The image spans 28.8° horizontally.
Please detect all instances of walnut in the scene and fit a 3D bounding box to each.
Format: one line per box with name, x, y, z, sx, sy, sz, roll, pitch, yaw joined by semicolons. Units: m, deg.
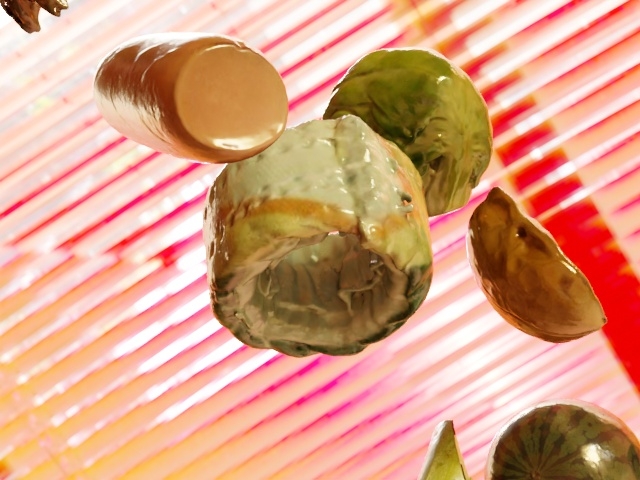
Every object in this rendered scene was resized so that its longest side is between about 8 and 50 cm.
walnut;0.220;0.042;1.376;0.087;0.167;0.211;-35;-128;-3

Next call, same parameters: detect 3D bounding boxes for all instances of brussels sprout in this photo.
brussels sprout;0.111;-0.133;1.538;0.223;0.223;0.161;-25;-173;28

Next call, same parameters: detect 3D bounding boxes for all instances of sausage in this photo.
sausage;-0.135;-0.140;1.201;0.121;0.121;0.304;-37;-159;-16

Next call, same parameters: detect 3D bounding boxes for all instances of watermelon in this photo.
watermelon;0.311;0.301;1.570;0.212;0.212;0.212;-31;-165;9

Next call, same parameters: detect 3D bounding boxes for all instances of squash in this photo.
squash;0.142;0.303;1.440;0.075;0.090;0.200;11;-139;14

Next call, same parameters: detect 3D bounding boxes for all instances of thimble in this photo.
thimble;0.000;0.000;1.379;0.288;0.254;0.167;117;-28;-50

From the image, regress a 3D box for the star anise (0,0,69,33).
star anise;-0.408;-0.390;1.574;0.088;0.288;0.288;-38;-165;-32
